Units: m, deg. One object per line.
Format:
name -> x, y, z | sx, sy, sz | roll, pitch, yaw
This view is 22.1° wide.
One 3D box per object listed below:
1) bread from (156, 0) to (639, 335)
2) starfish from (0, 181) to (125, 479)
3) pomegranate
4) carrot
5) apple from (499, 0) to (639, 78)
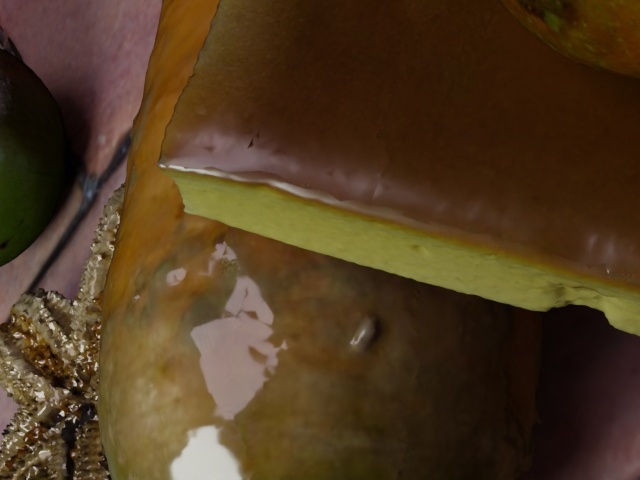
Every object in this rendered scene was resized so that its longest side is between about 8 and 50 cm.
bread -> 0.125, -0.033, 0.678 | 0.361, 0.077, 0.138 | 16, 67, 13
starfish -> -0.135, 0.112, 1.039 | 0.312, 0.113, 0.303 | -46, 45, 39
pomegranate -> -0.294, -0.064, 1.180 | 0.181, 0.224, 0.182 | -9, 76, 38
carrot -> 0.000, 0.000, 0.842 | 0.224, 0.224, 0.341 | -24, 56, 41
apple -> 0.162, -0.159, 0.609 | 0.237, 0.237, 0.208 | 22, 130, 48
